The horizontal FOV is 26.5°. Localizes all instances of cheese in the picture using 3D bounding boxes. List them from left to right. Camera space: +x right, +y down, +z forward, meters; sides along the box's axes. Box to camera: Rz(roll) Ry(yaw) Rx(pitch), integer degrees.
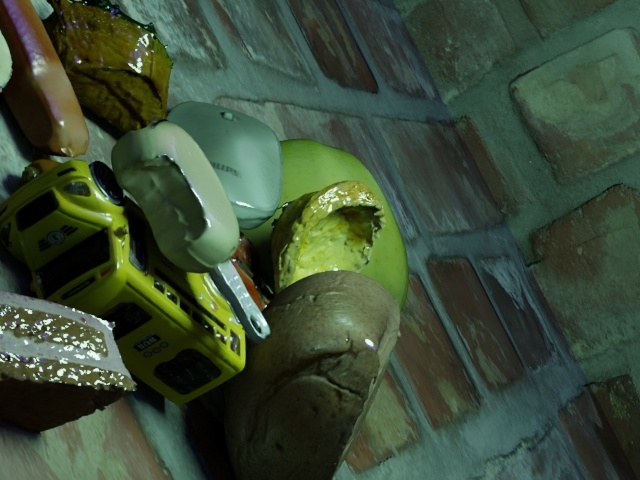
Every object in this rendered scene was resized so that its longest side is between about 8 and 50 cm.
[{"bbox_3d":[-0.138,-0.007,1.586,0.286,0.082,0.163,59,16,3],"label":"cheese"}]

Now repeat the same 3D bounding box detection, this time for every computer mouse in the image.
[{"bbox_3d":[-0.149,-0.123,2.014,0.197,0.095,0.331,15,31,-10],"label":"computer mouse"}]

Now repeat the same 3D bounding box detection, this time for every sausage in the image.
[{"bbox_3d":[-0.381,-0.235,1.722,0.300,0.083,0.089,65,14,2],"label":"sausage"}]

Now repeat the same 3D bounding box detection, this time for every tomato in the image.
[{"bbox_3d":[-0.120,0.067,1.930,0.228,0.101,0.228,53,19,-26],"label":"tomato"}]

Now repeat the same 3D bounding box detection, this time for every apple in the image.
[{"bbox_3d":[-0.016,-0.001,2.215,0.320,0.312,0.360,106,-30,-65],"label":"apple"}]

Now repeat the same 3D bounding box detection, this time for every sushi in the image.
[{"bbox_3d":[-0.273,-0.247,1.899,0.287,0.149,0.140,32,30,-44],"label":"sushi"}]

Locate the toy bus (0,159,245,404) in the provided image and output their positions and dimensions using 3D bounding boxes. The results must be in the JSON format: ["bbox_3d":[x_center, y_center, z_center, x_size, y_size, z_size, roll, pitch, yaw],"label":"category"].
[{"bbox_3d":[-0.228,0.054,1.609,0.331,0.145,0.151,43,25,-40],"label":"toy bus"}]

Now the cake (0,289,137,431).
[{"bbox_3d":[-0.339,0.113,1.379,0.295,0.113,0.116,23,39,-41],"label":"cake"}]

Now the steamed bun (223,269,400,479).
[{"bbox_3d":[-0.030,0.184,1.771,0.199,0.301,0.251,24,28,6],"label":"steamed bun"}]

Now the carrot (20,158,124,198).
[{"bbox_3d":[-0.293,-0.047,1.704,0.225,0.067,0.067,31,36,-58],"label":"carrot"}]

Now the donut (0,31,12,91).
[{"bbox_3d":[-0.422,-0.217,1.619,0.108,0.065,0.166,49,22,-31],"label":"donut"}]

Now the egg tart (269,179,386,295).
[{"bbox_3d":[0.000,-0.001,1.969,0.090,0.212,0.212,37,3,36],"label":"egg tart"}]
